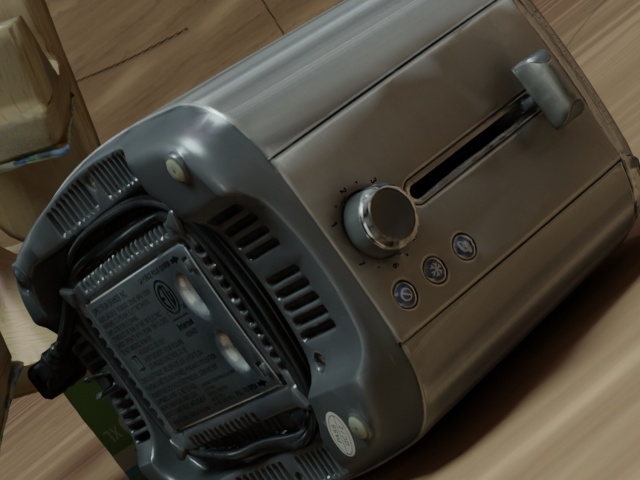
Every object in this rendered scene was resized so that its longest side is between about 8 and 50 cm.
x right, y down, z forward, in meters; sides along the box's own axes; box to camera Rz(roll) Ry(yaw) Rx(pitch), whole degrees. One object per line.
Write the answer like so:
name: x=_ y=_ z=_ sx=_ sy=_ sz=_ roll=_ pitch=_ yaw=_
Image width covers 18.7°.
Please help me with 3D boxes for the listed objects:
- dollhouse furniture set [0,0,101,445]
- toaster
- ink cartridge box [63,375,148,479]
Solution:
dollhouse furniture set: x=-0.274 y=0.106 z=0.862 sx=0.394 sy=0.256 sz=0.362 roll=-16 pitch=27 yaw=5
toaster: x=0.000 y=0.000 z=0.643 sx=0.146 sy=0.129 sz=0.227 roll=-36 pitch=2 yaw=-29
ink cartridge box: x=-0.050 y=0.045 z=0.903 sx=0.109 sy=0.062 sz=0.209 roll=-34 pitch=7 yaw=31
